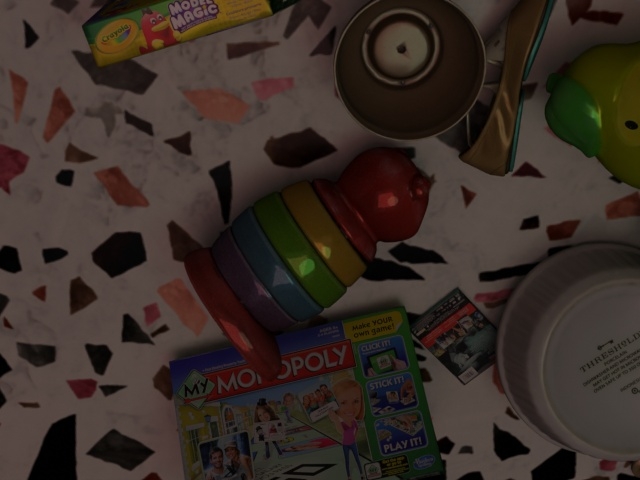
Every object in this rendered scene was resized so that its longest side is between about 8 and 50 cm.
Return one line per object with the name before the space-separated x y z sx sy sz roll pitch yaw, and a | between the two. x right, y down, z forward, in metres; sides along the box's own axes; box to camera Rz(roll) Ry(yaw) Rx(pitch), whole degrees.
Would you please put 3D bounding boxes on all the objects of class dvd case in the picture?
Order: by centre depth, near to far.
dvd case | 0.186 0.129 1.249 0.087 0.013 0.119 -40 108 16

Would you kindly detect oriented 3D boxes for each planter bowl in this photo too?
planter bowl | 0.093 -0.203 1.044 0.162 0.109 0.162 -1 114 -2

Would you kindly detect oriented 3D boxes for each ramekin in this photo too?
ramekin | 0.357 0.143 1.153 0.273 0.127 0.273 0 95 -1

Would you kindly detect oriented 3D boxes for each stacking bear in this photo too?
stacking bear | 0.000 0.000 1.117 0.289 0.175 0.164 -35 118 4

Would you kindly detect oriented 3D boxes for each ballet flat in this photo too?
ballet flat | 0.207 -0.184 1.075 0.073 0.080 0.232 13 113 9

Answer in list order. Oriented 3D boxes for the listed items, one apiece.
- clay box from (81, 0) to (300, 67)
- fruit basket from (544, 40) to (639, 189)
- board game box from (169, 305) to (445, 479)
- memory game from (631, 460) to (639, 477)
clay box | -0.131 -0.251 1.007 0.222 0.127 0.053 -17 113 6
fruit basket | 0.444 -0.124 0.992 0.392 0.283 0.392 -5 104 -19
board game box | -0.023 0.222 1.195 0.317 0.213 0.046 -14 159 5
memory game | 0.534 0.311 1.339 0.186 0.012 0.186 -1 114 -1
